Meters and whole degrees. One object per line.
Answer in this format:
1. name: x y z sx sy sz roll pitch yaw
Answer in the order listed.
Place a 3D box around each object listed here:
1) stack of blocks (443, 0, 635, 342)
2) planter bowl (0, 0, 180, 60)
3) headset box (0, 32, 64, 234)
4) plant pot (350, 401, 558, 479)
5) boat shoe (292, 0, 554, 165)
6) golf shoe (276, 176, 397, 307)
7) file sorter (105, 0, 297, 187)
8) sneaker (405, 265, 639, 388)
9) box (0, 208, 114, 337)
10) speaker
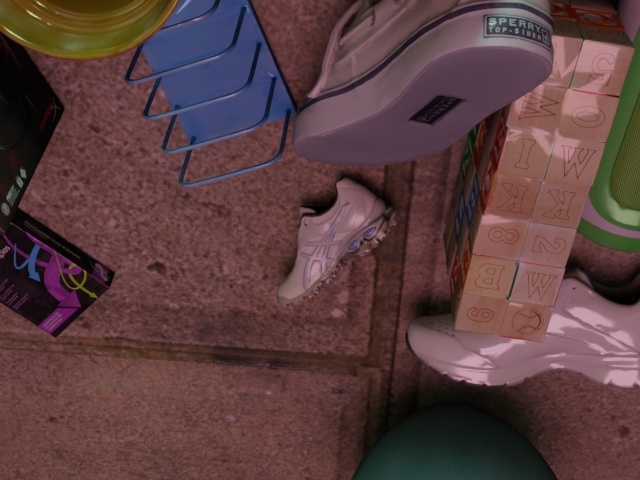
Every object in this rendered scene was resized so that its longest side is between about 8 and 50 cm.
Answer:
1. stack of blocks: 0.190 -0.078 0.959 0.087 0.171 0.297 8 122 -2
2. planter bowl: -0.202 -0.270 0.883 0.217 0.090 0.217 4 115 8
3. headset box: -0.373 -0.161 0.915 0.110 0.218 0.293 -18 124 17
4. plant pot: 0.162 0.312 1.253 0.290 0.195 0.290 3 129 3
5. boat shoe: 0.073 -0.173 0.899 0.136 0.156 0.367 7 167 -18
6. golf shoe: 0.000 0.000 1.119 0.086 0.069 0.176 46 118 -4
7. file sorter: -0.110 -0.152 0.971 0.118 0.104 0.170 -14 125 15
8. sneaker: 0.242 0.088 1.147 0.297 0.111 0.129 -3 111 3
9. box: -0.336 0.033 1.184 0.162 0.029 0.116 37 122 -21
10. speaker: 0.311 -0.135 0.935 0.131 0.131 0.296 8 128 -1
